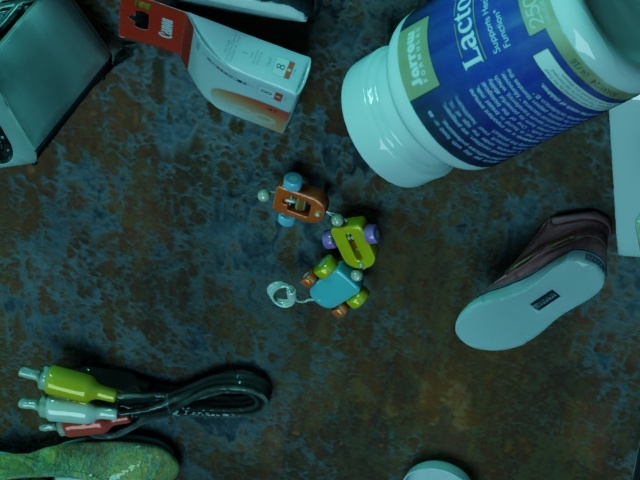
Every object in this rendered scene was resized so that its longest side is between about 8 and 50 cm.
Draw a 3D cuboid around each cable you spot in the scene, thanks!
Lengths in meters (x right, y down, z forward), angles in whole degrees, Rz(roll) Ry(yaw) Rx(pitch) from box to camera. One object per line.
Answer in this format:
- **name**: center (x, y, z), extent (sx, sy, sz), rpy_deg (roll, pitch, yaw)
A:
- **cable**: center (-0.191, 0.193, 2.225), extent (0.287, 0.072, 0.139), rpy_deg (6, 140, 17)

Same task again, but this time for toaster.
- **toaster**: center (-0.299, -0.154, 1.865), extent (0.168, 0.186, 0.110), rpy_deg (-5, 128, 37)

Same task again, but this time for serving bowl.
- **serving bowl**: center (0.133, 0.268, 2.196), extent (0.083, 0.027, 0.083), rpy_deg (12, 136, 12)

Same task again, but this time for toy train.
- **toy train**: center (0.000, 0.000, 1.978), extent (0.125, 0.046, 0.166), rpy_deg (15, 133, 10)

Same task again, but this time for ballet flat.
- **ballet flat**: center (-0.325, 0.302, 2.357), extent (0.348, 0.123, 0.123), rpy_deg (-5, 130, 27)

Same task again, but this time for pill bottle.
- **pill bottle**: center (0.152, -0.149, 1.686), extent (0.264, 0.153, 0.153), rpy_deg (-27, 118, 39)

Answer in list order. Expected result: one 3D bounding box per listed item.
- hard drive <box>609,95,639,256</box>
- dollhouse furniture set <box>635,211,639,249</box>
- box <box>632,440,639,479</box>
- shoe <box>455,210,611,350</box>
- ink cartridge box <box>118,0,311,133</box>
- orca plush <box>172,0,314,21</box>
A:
- **hard drive**: center (0.412, -0.056, 1.751), extent (0.307, 0.040, 0.203), rpy_deg (6, 134, 18)
- **dollhouse furniture set**: center (0.424, 0.032, 1.649), extent (0.301, 0.151, 0.198), rpy_deg (10, 137, 30)
- **box**: center (0.465, 0.160, 1.923), extent (0.295, 0.073, 0.293), rpy_deg (12, 137, 10)
- **shoe**: center (0.205, 0.038, 1.898), extent (0.063, 0.081, 0.178), rpy_deg (41, 131, -18)
- **ink cartridge box**: center (-0.103, -0.159, 1.807), extent (0.179, 0.045, 0.145), rpy_deg (17, 168, -3)
- **orca plush**: center (-0.139, -0.266, 1.768), extent (0.287, 0.102, 0.151), rpy_deg (11, -179, 27)
